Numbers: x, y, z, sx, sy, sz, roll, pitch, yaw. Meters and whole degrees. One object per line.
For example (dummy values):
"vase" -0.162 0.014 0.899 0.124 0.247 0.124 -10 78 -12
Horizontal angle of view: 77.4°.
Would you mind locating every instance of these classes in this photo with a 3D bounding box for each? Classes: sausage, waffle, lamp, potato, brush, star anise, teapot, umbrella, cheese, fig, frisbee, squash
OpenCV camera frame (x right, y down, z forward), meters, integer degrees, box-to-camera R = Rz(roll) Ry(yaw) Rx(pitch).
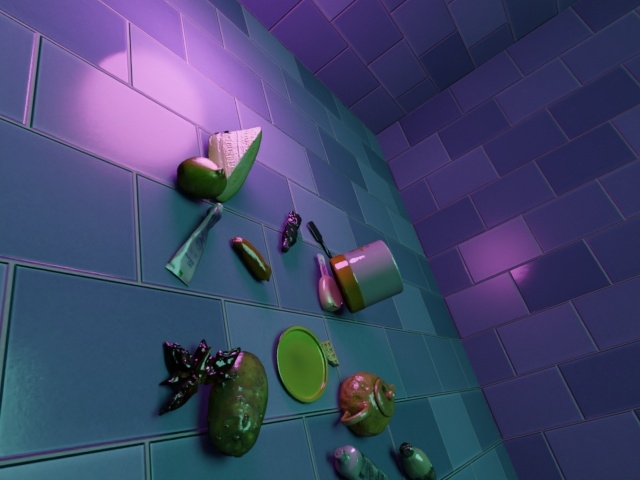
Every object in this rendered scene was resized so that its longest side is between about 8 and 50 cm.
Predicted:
"sausage" -0.215 0.056 1.276 0.183 0.054 0.062 54 -2 -6
"waffle" 0.006 0.391 1.362 0.153 0.023 0.097 16 48 -57
"lamp" 0.358 0.828 1.460 0.250 0.101 0.101 59 24 -22
"potato" -0.190 0.371 0.930 0.149 0.113 0.251 40 25 -30
"brush" 0.000 0.000 1.771 0.193 0.016 0.063 57 26 -5
"star anise" -0.282 0.279 0.889 0.213 0.053 0.157 -22 49 -34
"teapot" 0.174 0.544 1.343 0.311 0.167 0.203 3 61 -60
"umbrella" -0.114 -0.031 1.549 0.066 0.059 0.235 32 32 -16
"cheese" 0.029 0.166 1.608 0.127 0.050 0.255 28 40 -48
"fig" -0.356 -0.187 1.203 0.153 0.120 0.136 19 37 -2
"frisbee" -0.055 0.381 1.242 0.236 0.017 0.235 33 43 -38
"squash" -0.278 -0.249 1.383 0.111 0.203 0.288 93 -17 -57

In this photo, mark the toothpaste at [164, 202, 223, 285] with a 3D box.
"toothpaste" -0.339 -0.007 1.125 0.301 0.048 0.075 -75 158 -48

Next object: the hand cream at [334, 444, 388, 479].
"hand cream" 0.137 0.724 1.226 0.340 0.078 0.124 54 24 -30

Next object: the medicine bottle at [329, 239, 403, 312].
"medicine bottle" 0.181 0.144 1.612 0.238 0.232 0.237 158 -90 -85
